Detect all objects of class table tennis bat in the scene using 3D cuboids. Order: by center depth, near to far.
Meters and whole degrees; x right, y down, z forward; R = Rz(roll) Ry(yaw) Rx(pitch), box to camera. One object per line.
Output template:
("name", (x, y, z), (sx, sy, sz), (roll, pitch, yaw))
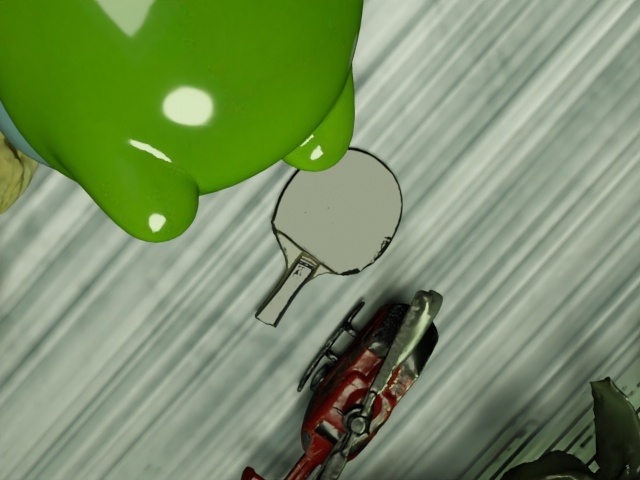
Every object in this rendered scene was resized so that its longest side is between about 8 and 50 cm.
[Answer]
("table tennis bat", (0.000, 0.000, 0.681), (0.050, 0.007, 0.083), (33, 97, -10))

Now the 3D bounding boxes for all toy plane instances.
("toy plane", (0.007, 0.076, 0.671), (0.037, 0.060, 0.145), (35, 99, -10))

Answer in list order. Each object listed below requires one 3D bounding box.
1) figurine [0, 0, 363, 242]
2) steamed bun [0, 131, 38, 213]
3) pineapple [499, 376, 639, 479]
("figurine", (-0.080, -0.132, 0.581), (0.143, 0.162, 0.263), (-22, 93, 43))
("steamed bun", (-0.257, -0.002, 0.603), (0.295, 0.137, 0.292), (4, 103, -6))
("pineapple", (0.108, 0.116, 0.665), (0.277, 0.119, 0.130), (-30, 58, 2))
